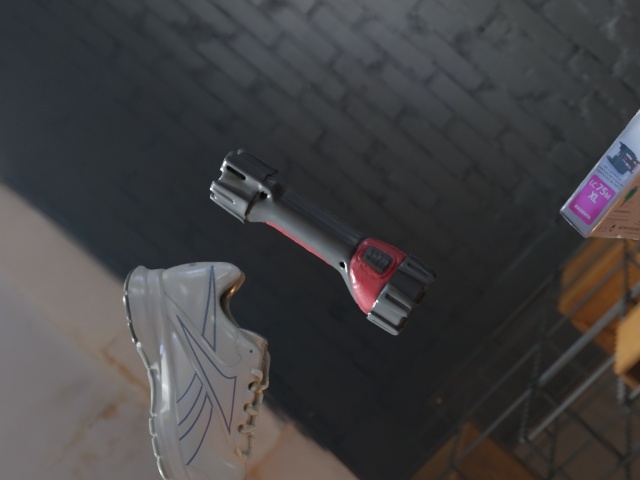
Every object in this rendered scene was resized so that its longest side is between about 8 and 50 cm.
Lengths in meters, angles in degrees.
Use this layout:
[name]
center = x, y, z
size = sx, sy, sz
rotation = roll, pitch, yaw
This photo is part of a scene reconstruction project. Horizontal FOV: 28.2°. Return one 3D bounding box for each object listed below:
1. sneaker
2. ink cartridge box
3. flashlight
[sneaker]
center = -0.106, 0.153, 1.252
size = 0.111, 0.129, 0.297
rotation = 71, -175, -77
[ink cartridge box]
center = 0.451, -0.135, 1.624
size = 0.065, 0.311, 0.185
rotation = 48, -156, 25
[flashlight]
center = 0.000, 0.000, 1.644
size = 0.304, 0.103, 0.103
rotation = 33, -163, 9
